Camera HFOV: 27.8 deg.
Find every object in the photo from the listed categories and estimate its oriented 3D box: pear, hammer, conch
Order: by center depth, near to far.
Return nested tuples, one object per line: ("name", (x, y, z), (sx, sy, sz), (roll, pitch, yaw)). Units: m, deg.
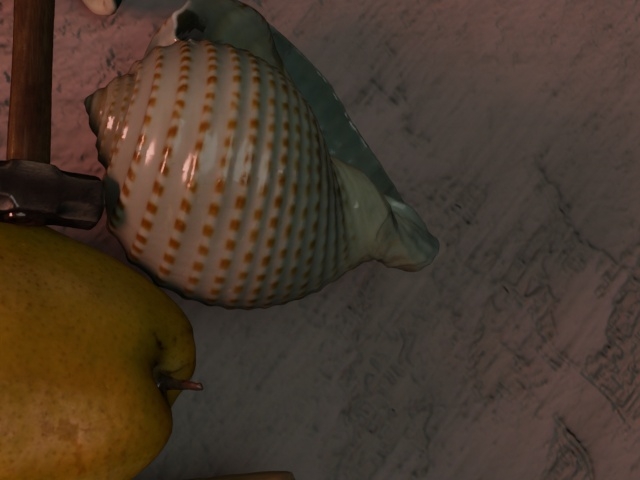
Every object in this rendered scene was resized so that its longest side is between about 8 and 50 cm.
("pear", (-0.277, 0.097, 1.031), (0.336, 0.285, 0.285), (-25, 96, -3))
("hammer", (-0.228, -0.188, 1.046), (0.111, 0.043, 0.365), (8, 71, -30))
("conch", (-0.068, -0.056, 1.155), (0.215, 0.303, 0.319), (-33, 123, 20))

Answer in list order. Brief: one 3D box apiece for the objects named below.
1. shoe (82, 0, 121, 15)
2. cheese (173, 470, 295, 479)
("shoe", (-0.323, -0.296, 1.127), (0.363, 0.131, 0.160), (10, 82, -28))
("cheese", (-0.142, 0.334, 1.120), (0.265, 0.124, 0.243), (-6, 86, 2))
